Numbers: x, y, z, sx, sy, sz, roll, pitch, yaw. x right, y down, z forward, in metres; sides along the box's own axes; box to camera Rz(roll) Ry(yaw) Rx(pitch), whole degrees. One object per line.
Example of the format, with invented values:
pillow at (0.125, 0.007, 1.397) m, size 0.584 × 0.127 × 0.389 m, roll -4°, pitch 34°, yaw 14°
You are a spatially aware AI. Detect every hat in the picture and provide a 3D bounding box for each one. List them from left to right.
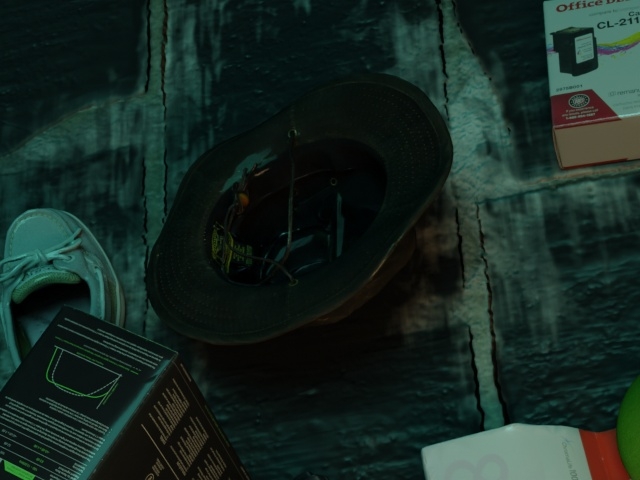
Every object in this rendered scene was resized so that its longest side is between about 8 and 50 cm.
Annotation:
hat at (0.000, 0.000, 1.650) m, size 0.331 × 0.134 × 0.331 m, roll -22°, pitch 41°, yaw 21°

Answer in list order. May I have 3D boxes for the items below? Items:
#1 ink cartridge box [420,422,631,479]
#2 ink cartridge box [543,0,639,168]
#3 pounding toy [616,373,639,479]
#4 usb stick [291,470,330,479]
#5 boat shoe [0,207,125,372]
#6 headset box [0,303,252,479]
ink cartridge box at (0.216, 0.239, 1.452) m, size 0.232 × 0.066 × 0.189 m, roll -18°, pitch 51°, yaw 9°
ink cartridge box at (0.294, -0.168, 1.717) m, size 0.127 × 0.072 × 0.175 m, roll -8°, pitch 53°, yaw 13°
pounding toy at (0.365, 0.126, 1.437) m, size 0.237 × 0.110 × 0.183 m, roll -26°, pitch 50°, yaw -10°
usb stick at (0.043, 0.312, 1.456) m, size 0.077 × 0.045 × 0.278 m, roll -44°, pitch 52°, yaw 4°
boat shoe at (-0.261, 0.081, 1.690) m, size 0.118 × 0.103 × 0.320 m, roll -17°, pitch 51°, yaw 5°
headset box at (-0.210, 0.247, 1.460) m, size 0.131 × 0.246 × 0.283 m, roll 20°, pitch 64°, yaw 28°
